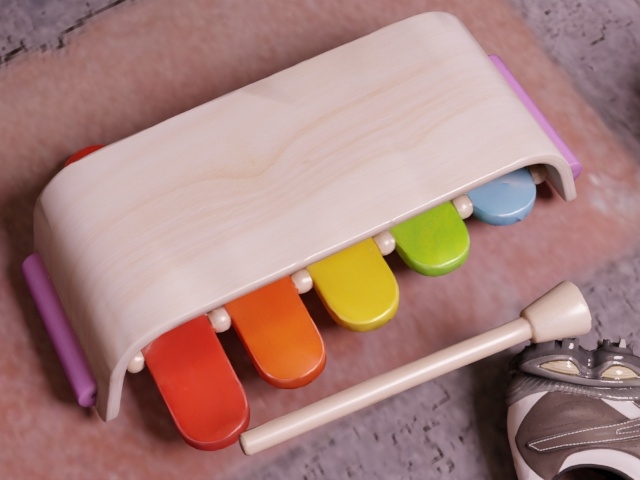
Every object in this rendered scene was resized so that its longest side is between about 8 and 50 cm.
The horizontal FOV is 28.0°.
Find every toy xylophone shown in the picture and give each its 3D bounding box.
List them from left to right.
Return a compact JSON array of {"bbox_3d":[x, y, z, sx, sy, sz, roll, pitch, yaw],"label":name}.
[{"bbox_3d":[0.000,0.000,0.696,0.322,0.081,0.236,-18,60,-8],"label":"toy xylophone"}]

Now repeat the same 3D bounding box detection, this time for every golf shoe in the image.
[{"bbox_3d":[0.194,0.105,0.668,0.198,0.077,0.094,5,76,9],"label":"golf shoe"}]
